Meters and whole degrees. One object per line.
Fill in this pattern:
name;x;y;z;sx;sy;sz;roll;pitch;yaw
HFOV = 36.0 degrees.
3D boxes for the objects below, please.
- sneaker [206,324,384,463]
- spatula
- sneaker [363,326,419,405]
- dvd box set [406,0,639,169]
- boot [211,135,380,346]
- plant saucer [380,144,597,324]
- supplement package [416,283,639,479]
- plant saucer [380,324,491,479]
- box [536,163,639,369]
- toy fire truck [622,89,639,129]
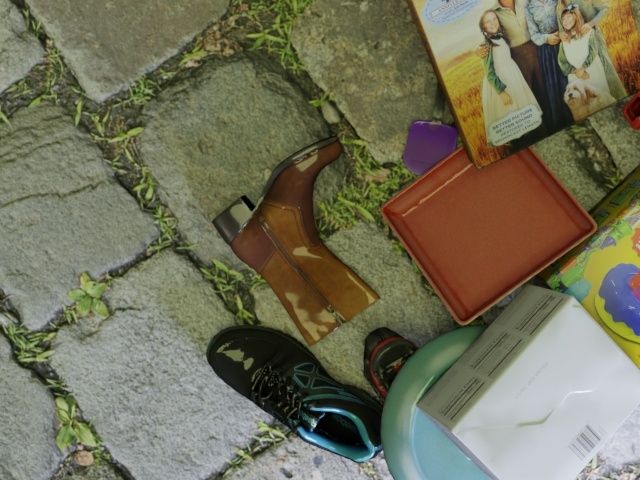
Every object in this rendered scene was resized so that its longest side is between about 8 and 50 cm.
sneaker;-0.037;0.250;1.629;0.341;0.139;0.125;27;100;2
spatula;0.200;-0.250;1.614;0.084;0.030;0.296;10;96;-1
sneaker;0.145;0.254;1.642;0.098;0.135;0.276;-29;117;-6
dvd box set;0.296;-0.341;1.443;0.308;0.062;0.420;-26;124;2
boot;0.000;0.000;1.622;0.264;0.096;0.280;-40;93;6
plant saucer;0.266;-0.028;1.575;0.258;0.048;0.259;-37;59;7
supplement package;0.318;0.233;1.470;0.262;0.145;0.204;-46;105;-7
plant saucer;0.251;0.293;1.555;0.318;0.044;0.317;-1;95;-16
box;0.540;0.062;1.555;0.279;0.177;0.290;-45;92;6
toy fire truck;0.573;-0.158;1.522;0.192;0.135;0.047;56;141;22
